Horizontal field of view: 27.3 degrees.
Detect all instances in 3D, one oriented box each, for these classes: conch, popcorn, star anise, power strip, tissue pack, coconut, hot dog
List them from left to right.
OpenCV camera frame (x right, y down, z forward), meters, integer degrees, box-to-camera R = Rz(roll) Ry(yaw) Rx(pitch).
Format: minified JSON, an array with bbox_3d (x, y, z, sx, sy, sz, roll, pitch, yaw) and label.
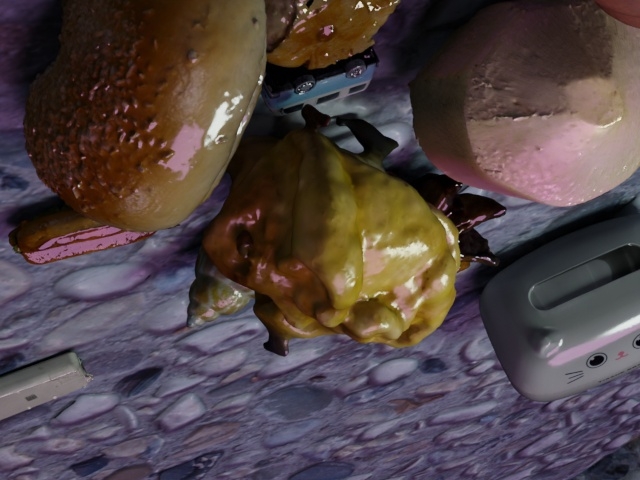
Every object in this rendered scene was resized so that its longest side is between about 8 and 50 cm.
[{"bbox_3d":[-0.408,0.205,1.799,0.192,0.035,0.081,-21,155,-6],"label":"power strip"},{"bbox_3d":[-0.251,-0.019,1.458,0.188,0.055,0.072,-14,157,-20],"label":"hot dog"},{"bbox_3d":[-0.089,0.029,1.648,0.116,0.106,0.173,-21,178,43],"label":"conch"},{"bbox_3d":[0.000,0.000,1.428,0.315,0.297,0.281,11,106,-47],"label":"popcorn"},{"bbox_3d":[0.112,-0.033,1.711,0.271,0.103,0.272,3,145,2],"label":"star anise"},{"bbox_3d":[0.231,-0.150,1.368,0.233,0.233,0.245,-13,-170,-21],"label":"coconut"},{"bbox_3d":[0.426,0.102,2.080,0.333,0.229,0.236,-24,156,0],"label":"tissue pack"}]

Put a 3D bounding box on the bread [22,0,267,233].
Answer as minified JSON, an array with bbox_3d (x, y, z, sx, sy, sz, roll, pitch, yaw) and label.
[{"bbox_3d":[-0.166,-0.110,1.173,0.171,0.192,0.314,11,143,-33],"label":"bread"}]

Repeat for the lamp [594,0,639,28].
[{"bbox_3d":[0.364,-0.307,1.191,0.305,0.240,0.305,-19,155,-9],"label":"lamp"}]

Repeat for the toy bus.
[{"bbox_3d":[-0.009,-0.172,1.357,0.123,0.060,0.075,-19,159,-15],"label":"toy bus"}]

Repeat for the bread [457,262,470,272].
[{"bbox_3d":[0.107,0.039,1.861,0.233,0.076,0.105,-19,168,-25],"label":"bread"}]

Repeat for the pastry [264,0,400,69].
[{"bbox_3d":[0.001,-0.223,1.238,0.153,0.081,0.153,-26,156,-13],"label":"pastry"}]
